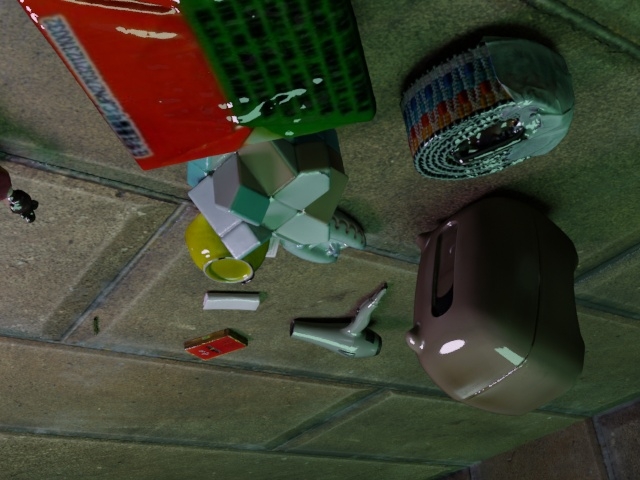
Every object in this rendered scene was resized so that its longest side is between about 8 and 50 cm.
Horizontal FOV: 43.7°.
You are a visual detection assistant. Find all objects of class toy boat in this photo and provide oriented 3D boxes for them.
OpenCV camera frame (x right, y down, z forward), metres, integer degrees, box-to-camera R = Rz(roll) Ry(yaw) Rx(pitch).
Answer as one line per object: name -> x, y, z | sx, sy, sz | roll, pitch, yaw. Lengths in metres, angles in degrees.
toy boat -> 0.000, 0.000, 1.548 | 0.134, 0.079, 0.207 | -22, 149, 28

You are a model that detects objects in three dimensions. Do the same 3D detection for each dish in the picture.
dish -> -0.160, 0.026, 1.402 | 0.148, 0.080, 0.208 | -14, 148, 14

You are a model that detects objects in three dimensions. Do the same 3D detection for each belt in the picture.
belt -> 0.253, -0.193, 1.202 | 0.257, 0.150, 0.207 | -21, 156, 25

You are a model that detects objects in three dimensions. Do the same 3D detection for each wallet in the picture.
wallet -> -0.200, 0.138, 1.790 | 0.122, 0.025, 0.061 | 2, 147, -17

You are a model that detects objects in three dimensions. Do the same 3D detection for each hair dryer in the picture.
hair dryer -> 0.039, 0.187, 1.905 | 0.229, 0.092, 0.267 | 0, 136, -1

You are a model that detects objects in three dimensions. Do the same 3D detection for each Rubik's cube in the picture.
Rubik's cube -> -0.081, -0.104, 1.202 | 0.224, 0.213, 0.265 | -29, 140, 26

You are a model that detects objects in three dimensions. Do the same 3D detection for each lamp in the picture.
lamp -> -0.544, -0.107, 1.209 | 0.118, 0.118, 0.253 | -18, 148, 17

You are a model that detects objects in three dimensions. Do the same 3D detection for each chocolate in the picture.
chocolate -> -0.131, -0.270, 0.972 | 0.341, 0.162, 0.360 | -12, 149, 8

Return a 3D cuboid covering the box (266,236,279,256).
box -> -0.136, -0.048, 1.432 | 0.135, 0.081, 0.199 | 1, 147, -13

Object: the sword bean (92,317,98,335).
sword bean -> -0.519, 0.198, 1.836 | 0.012, 0.012, 0.083 | 0, 150, -12

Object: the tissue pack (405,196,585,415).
tissue pack -> 0.324, 0.110, 1.506 | 0.276, 0.387, 0.267 | 28, 138, -20

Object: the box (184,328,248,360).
box -> -0.260, 0.260, 1.989 | 0.133, 0.023, 0.090 | -20, 146, 19
